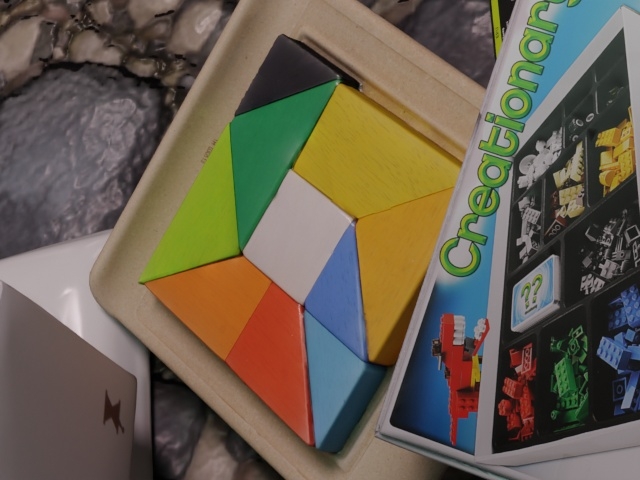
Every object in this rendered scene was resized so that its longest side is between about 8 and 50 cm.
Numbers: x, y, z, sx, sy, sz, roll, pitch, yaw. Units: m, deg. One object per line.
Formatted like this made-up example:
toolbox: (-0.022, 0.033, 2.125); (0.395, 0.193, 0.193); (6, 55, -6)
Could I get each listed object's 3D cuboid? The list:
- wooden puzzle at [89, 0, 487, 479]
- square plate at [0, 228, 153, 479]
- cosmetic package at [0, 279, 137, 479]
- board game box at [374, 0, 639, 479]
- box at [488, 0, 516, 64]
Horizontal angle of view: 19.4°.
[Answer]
wooden puzzle: (0.000, 0.000, 0.951); (0.238, 0.044, 0.221); (38, 104, 32)
square plate: (-0.254, 0.175, 1.044); (0.344, 0.049, 0.347); (-13, 63, 16)
cosmetic package: (-0.334, 0.170, 0.956); (0.453, 0.161, 0.230); (-7, 65, 19)
board game box: (0.163, -0.025, 0.835); (0.193, 0.053, 0.305); (19, 94, 11)
box: (0.162, -0.134, 0.966); (0.184, 0.045, 0.191); (-35, 51, 47)
